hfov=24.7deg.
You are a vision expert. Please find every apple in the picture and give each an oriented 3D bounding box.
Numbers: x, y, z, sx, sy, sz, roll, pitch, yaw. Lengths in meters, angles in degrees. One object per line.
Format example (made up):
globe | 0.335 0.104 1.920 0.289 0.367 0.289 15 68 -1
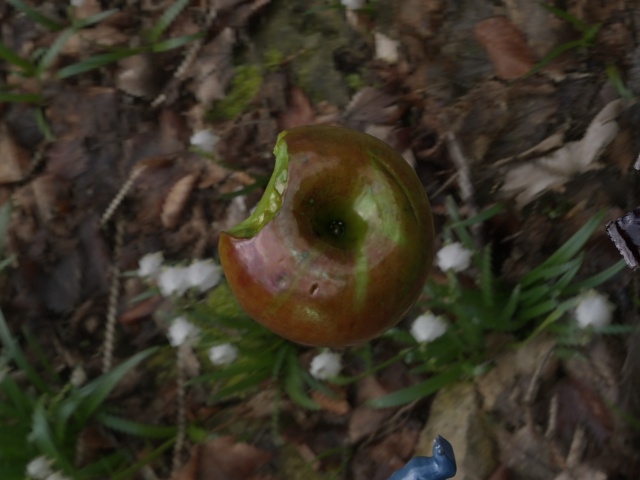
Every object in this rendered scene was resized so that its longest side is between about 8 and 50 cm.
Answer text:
apple | 0.000 0.000 1.617 0.246 0.226 0.246 3 77 -14

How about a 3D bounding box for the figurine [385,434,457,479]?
figurine | 0.014 0.190 0.901 0.178 0.144 0.114 -38 54 17

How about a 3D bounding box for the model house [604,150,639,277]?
model house | 0.360 -0.040 1.370 0.141 0.164 0.203 37 121 40
